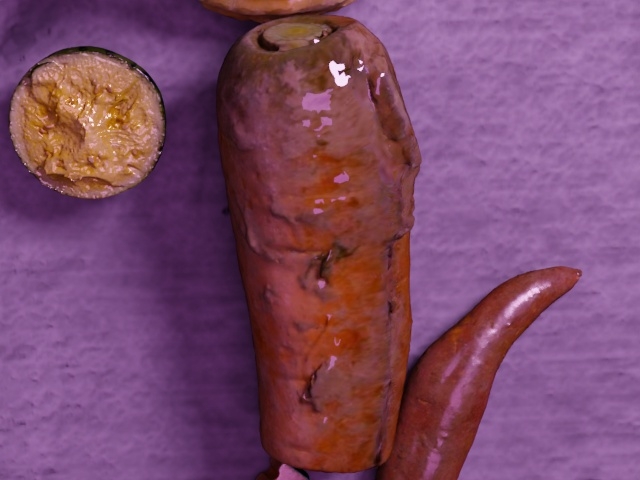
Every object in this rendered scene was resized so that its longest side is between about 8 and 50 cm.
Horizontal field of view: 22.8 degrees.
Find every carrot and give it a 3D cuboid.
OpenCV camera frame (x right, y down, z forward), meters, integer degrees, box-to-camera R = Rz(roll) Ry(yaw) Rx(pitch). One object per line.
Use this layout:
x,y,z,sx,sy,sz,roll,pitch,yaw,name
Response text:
0.000,0.000,1.069,0.139,0.138,0.301,-2,111,-8,carrot

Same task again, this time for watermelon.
-0.153,-0.083,1.063,0.105,0.062,0.105,0,110,-1,watermelon

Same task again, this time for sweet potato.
0.096,0.116,1.140,0.078,0.058,0.255,29,93,-28,sweet potato

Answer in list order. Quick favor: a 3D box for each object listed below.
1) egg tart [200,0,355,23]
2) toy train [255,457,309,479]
-0.045,-0.305,0.996,0.352,0.153,0.339,27,92,-14,egg tart
-0.011,0.208,1.149,0.103,0.044,0.064,39,83,-12,toy train
